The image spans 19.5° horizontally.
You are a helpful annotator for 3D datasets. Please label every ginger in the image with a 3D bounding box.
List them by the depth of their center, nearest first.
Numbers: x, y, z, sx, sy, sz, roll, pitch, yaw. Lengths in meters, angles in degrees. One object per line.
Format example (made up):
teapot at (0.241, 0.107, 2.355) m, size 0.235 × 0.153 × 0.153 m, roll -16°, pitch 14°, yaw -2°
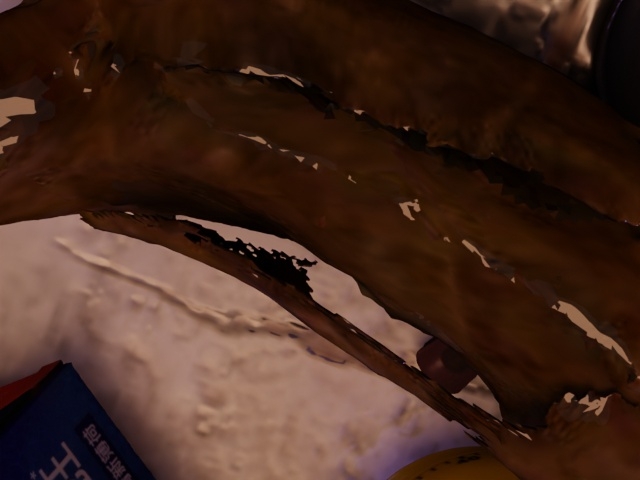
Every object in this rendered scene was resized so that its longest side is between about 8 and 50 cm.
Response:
ginger at (0.010, -0.010, 0.546) m, size 0.309 × 0.107 × 0.133 m, roll 30°, pitch 109°, yaw 5°

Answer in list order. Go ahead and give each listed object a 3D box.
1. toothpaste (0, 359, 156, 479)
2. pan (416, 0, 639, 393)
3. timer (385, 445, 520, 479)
toothpaste at (-0.036, 0.190, 0.642) m, size 0.076 × 0.066 × 0.320 m, roll -21°, pitch 111°, yaw 38°
pan at (0.110, -0.021, 0.589) m, size 0.115 × 0.040 × 0.212 m, roll 43°, pitch 118°, yaw -7°
timer at (0.050, 0.122, 0.626) m, size 0.107 × 0.109 × 0.107 m, roll -1°, pitch 92°, yaw -23°
